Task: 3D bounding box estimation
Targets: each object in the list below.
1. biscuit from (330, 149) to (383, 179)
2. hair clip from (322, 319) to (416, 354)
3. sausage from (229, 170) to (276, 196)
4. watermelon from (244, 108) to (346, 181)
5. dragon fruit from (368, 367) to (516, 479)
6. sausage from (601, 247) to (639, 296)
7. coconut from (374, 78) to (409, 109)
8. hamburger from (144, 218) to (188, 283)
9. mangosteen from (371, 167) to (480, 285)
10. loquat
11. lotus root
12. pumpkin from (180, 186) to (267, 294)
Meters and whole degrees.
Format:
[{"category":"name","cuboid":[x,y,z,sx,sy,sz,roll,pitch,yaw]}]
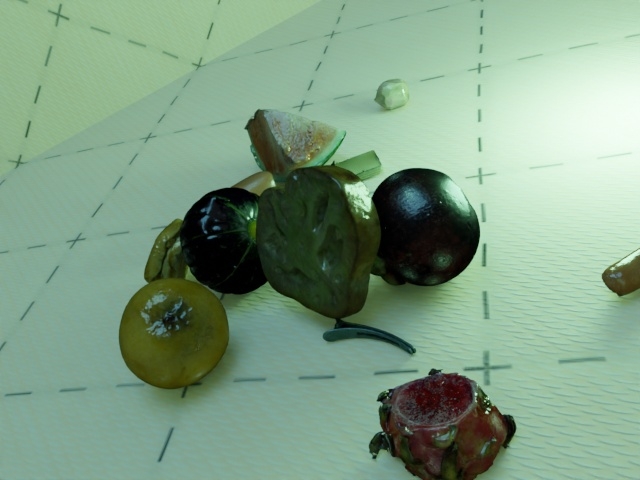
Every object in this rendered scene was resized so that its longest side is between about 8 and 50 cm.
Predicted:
[{"category":"biscuit","cuboid":[0.094,-0.219,2.154,0.199,0.040,0.121,-20,31,2]},{"category":"hair clip","cuboid":[0.118,0.219,1.554,0.230,0.039,0.070,6,42,33]},{"category":"sausage","cuboid":[-0.273,-0.103,2.124,0.304,0.121,0.121,-33,36,-16]},{"category":"watermelon","cuboid":[-0.114,-0.282,2.235,0.319,0.292,0.222,18,74,-8]},{"category":"dragon fruit","cuboid":[0.213,0.337,1.250,0.282,0.147,0.211,-10,37,14]},{"category":"sausage","cuboid":[0.744,0.028,1.441,0.327,0.079,0.087,-24,24,-6]},{"category":"coconut","cuboid":[0.251,-0.522,2.423,0.125,0.110,0.110,-13,35,0]},{"category":"hamburger","cuboid":[-0.420,0.046,1.934,0.108,0.213,0.213,27,45,-1]},{"category":"mangosteen","cuboid":[0.223,-0.021,1.604,0.300,0.300,0.300,-14,35,10]},{"category":"loquat","cuboid":[-0.348,0.221,1.616,0.263,0.263,0.263,-14,35,10]},{"category":"lotus root","cuboid":[-0.007,0.009,1.618,0.111,0.374,0.390,-16,-18,-42]},{"category":"pumpkin","cuboid":[-0.255,0.009,1.837,0.296,0.295,0.295,-14,35,10]}]
